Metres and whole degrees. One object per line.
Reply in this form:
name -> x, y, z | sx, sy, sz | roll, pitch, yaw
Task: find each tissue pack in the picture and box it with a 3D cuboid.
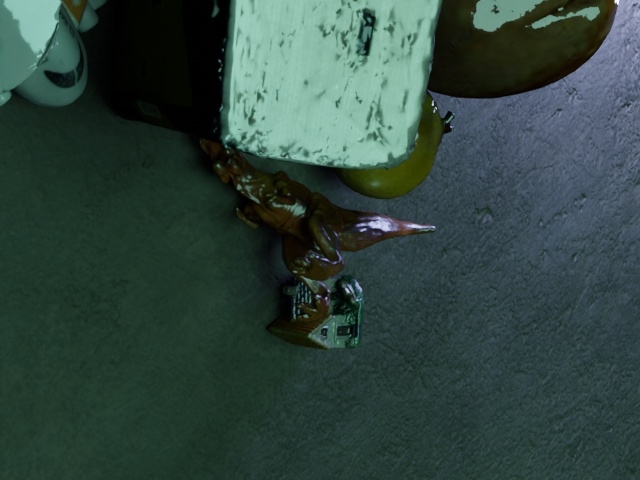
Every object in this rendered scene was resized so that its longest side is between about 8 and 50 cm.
tissue pack -> -0.067, -0.234, 1.565 | 0.253, 0.416, 0.264 | 6, 97, -23

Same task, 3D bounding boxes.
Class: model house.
model house -> -0.006, 0.096, 1.918 | 0.100, 0.088, 0.101 | 0, 95, -42

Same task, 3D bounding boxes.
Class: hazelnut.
hazelnut -> 0.217, -0.355, 1.872 | 0.315, 0.372, 0.372 | -30, 129, 18

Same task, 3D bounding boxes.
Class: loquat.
loquat -> 0.077, -0.140, 1.904 | 0.204, 0.149, 0.172 | -5, 104, -26

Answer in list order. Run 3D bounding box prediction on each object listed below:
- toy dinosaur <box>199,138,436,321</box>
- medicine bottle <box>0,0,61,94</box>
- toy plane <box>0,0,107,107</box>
toy dinosaur -> 0.000, 0.000, 1.865 | 0.432, 0.097, 0.208 | 28, 43, -38
medicine bottle -> -0.414, -0.234, 1.341 | 0.190, 0.332, 0.190 | -10, 104, -44
toy plane -> -0.331, -0.248, 1.548 | 0.244, 0.117, 0.245 | -8, 103, -41
